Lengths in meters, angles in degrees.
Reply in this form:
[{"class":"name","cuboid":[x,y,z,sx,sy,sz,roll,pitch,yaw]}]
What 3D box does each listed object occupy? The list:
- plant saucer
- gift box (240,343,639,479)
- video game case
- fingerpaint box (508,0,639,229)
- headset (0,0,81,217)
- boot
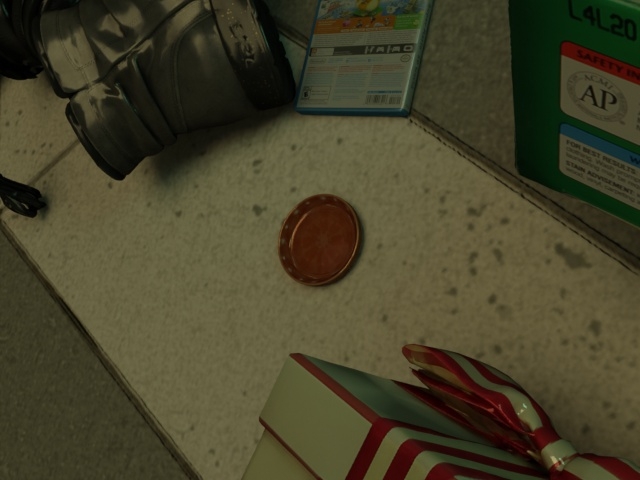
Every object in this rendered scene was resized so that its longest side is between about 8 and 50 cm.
[{"class":"plant saucer","cuboid":[0.000,0.000,0.733,0.084,0.013,0.083,-9,72,30]},{"class":"gift box","cuboid":[0.091,0.215,0.478,0.255,0.276,0.258,29,96,48]},{"class":"video game case","cuboid":[0.043,-0.195,0.762,0.119,0.015,0.166,7,80,34]},{"class":"fingerpaint box","cuboid":[0.368,-0.109,0.340,0.445,0.163,0.371,32,71,30]},{"class":"headset","cuboid":[-0.294,-0.231,0.942,0.243,0.185,0.394,10,66,38]},{"class":"boot","cuboid":[-0.179,-0.245,0.782,0.223,0.118,0.338,-19,84,11]}]
